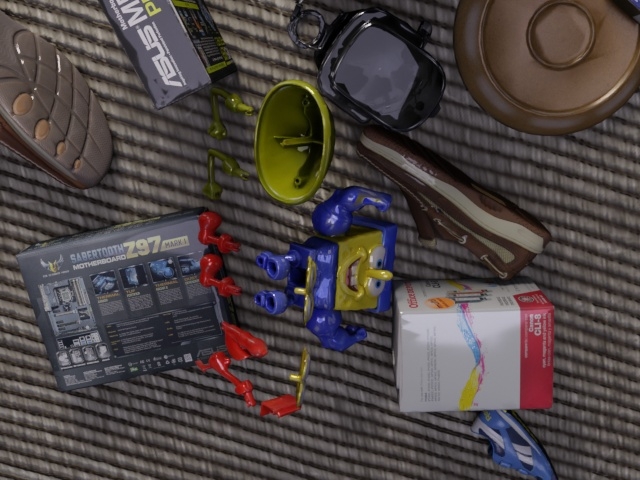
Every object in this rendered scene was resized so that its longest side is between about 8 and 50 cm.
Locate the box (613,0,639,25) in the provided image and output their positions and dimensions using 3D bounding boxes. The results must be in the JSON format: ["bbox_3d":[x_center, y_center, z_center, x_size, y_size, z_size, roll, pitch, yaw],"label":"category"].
[{"bbox_3d":[0.426,-0.321,0.933,0.136,0.036,0.225,38,90,-9],"label":"box"}]

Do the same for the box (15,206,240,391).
[{"bbox_3d":[-0.229,0.072,1.042,0.233,0.059,0.183,-13,104,5],"label":"box"}]

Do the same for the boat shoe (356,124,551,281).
[{"bbox_3d":[0.141,-0.034,0.996,0.257,0.095,0.095,31,108,-7],"label":"boat shoe"}]

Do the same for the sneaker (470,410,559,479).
[{"bbox_3d":[0.250,0.269,1.092,0.059,0.053,0.144,-39,92,9],"label":"sneaker"}]

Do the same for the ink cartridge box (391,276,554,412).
[{"bbox_3d":[0.173,0.121,1.014,0.176,0.128,0.127,-2,104,1],"label":"ink cartridge box"}]

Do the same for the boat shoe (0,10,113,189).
[{"bbox_3d":[-0.372,-0.181,0.964,0.116,0.123,0.324,-24,115,41],"label":"boat shoe"}]

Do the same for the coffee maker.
[{"bbox_3d":[0.041,-0.188,0.911,0.171,0.178,0.120,11,103,-2],"label":"coffee maker"}]

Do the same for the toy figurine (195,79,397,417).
[{"bbox_3d":[0.000,0.000,0.985,0.217,0.191,0.362,-7,105,-43],"label":"toy figurine"}]

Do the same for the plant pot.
[{"bbox_3d":[0.271,-0.235,0.973,0.236,0.032,0.236,0,104,1],"label":"plant pot"}]

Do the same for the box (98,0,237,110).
[{"bbox_3d":[-0.167,-0.248,0.852,0.060,0.270,0.216,-25,103,6],"label":"box"}]
